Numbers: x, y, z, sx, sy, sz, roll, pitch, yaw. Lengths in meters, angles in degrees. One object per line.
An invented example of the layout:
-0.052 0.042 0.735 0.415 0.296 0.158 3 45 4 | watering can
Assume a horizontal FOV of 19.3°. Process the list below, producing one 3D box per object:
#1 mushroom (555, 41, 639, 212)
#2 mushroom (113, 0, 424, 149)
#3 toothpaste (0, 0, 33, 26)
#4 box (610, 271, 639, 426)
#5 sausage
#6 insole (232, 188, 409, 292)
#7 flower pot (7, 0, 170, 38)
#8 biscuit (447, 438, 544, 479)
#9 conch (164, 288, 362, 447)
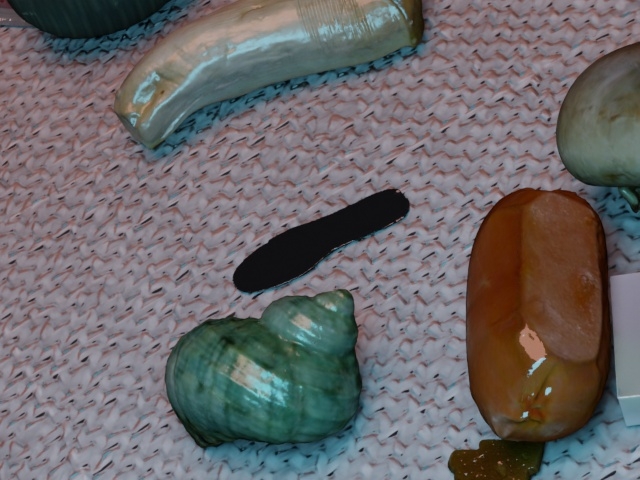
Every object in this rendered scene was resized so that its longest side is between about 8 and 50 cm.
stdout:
0.324 -0.096 1.672 0.226 0.226 0.178 -13 92 11 | mushroom
-0.053 -0.202 1.962 0.351 0.095 0.122 -23 65 3 | mushroom
-0.326 -0.361 2.233 0.096 0.061 0.266 5 60 23 | toothpaste
0.317 0.087 1.600 0.129 0.051 0.130 -8 49 14 | box
0.186 0.062 1.621 0.133 0.133 0.258 -9 50 14 | sausage
0.000 0.000 1.826 0.188 0.004 0.064 -26 47 -2 | insole
-0.242 -0.325 2.093 0.243 0.157 0.189 -32 46 -6 | flower pot
0.152 0.193 1.597 0.092 0.016 0.082 -35 43 -11 | biscuit
-0.050 0.115 1.672 0.188 0.122 0.176 -16 23 3 | conch
